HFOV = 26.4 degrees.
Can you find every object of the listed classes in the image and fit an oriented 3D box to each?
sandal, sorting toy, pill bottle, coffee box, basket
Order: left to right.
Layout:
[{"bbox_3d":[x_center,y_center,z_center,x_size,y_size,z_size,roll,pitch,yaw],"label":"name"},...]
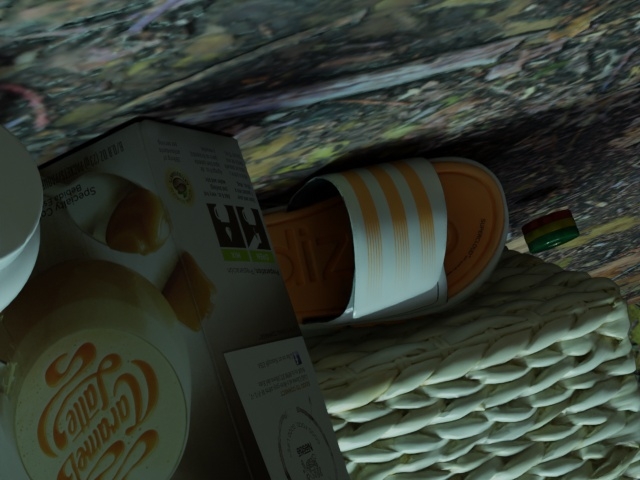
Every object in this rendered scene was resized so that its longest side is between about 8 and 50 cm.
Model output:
[{"bbox_3d":[-0.168,0.005,0.570,0.086,0.086,0.152,-13,167,-31],"label":"pill bottle"},{"bbox_3d":[-0.082,0.083,0.676,0.141,0.246,0.098,-24,168,22],"label":"coffee box"},{"bbox_3d":[0.002,0.010,0.846,0.265,0.102,0.076,-15,171,-13],"label":"sandal"},{"bbox_3d":[0.032,0.169,1.003,0.331,0.266,0.328,-16,-166,-18],"label":"basket"},{"bbox_3d":[0.099,0.029,1.239,0.274,0.046,0.132,-22,169,9],"label":"sorting toy"}]
